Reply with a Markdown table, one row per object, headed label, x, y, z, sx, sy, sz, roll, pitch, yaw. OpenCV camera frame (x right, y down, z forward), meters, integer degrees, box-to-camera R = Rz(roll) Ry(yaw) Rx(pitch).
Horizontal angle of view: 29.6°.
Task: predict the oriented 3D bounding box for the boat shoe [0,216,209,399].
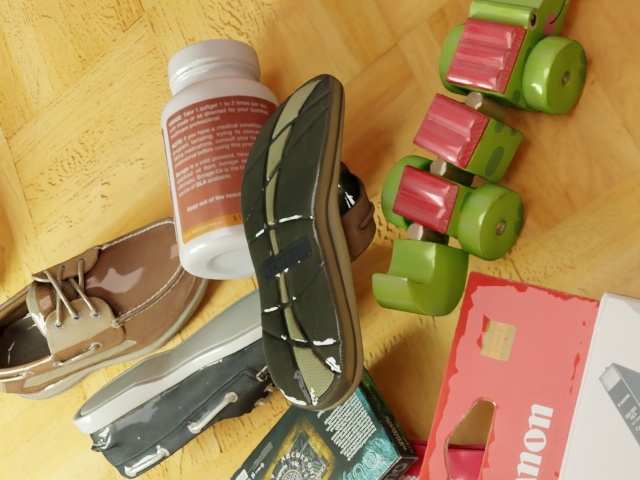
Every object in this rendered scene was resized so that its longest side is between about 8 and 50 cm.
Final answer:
| label | x | y | z | sx | sy | sz | roll | pitch | yaw |
| --- | --- | --- | --- | --- | --- | --- | --- | --- | --- |
| boat shoe | -0.248 | 0.075 | 1.263 | 0.324 | 0.116 | 0.123 | -35 | 61 | 25 |

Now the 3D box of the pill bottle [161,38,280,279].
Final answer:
| label | x | y | z | sx | sy | sz | roll | pitch | yaw |
| --- | --- | --- | --- | --- | --- | --- | --- | --- | --- |
| pill bottle | -0.090 | -0.080 | 1.180 | 0.121 | 0.121 | 0.216 | -22 | 68 | 31 |

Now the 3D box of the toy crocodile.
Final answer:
| label | x | y | z | sx | sy | sz | roll | pitch | yaw |
| --- | --- | --- | --- | --- | --- | --- | --- | --- | --- |
| toy crocodile | 0.130 | -0.096 | 1.034 | 0.115 | 0.105 | 0.340 | 25 | 94 | 37 |

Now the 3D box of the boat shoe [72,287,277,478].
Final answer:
| label | x | y | z | sx | sy | sz | roll | pitch | yaw |
| --- | --- | --- | --- | --- | --- | --- | --- | --- | --- |
| boat shoe | -0.093 | 0.128 | 1.159 | 0.303 | 0.114 | 0.091 | -30 | 104 | 20 |

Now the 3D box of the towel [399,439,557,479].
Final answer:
| label | x | y | z | sx | sy | sz | roll | pitch | yaw |
| --- | --- | --- | --- | --- | --- | --- | --- | --- | --- |
| towel | 0.108 | 0.304 | 1.008 | 0.199 | 0.031 | 0.274 | 0 | 80 | 37 |

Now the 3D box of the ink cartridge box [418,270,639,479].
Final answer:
| label | x | y | z | sx | sy | sz | roll | pitch | yaw |
| --- | --- | --- | --- | --- | --- | --- | --- | --- | --- |
| ink cartridge box | 0.193 | 0.185 | 0.919 | 0.261 | 0.066 | 0.296 | 12 | 86 | 24 |

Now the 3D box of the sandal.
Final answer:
| label | x | y | z | sx | sy | sz | roll | pitch | yaw |
| --- | --- | --- | --- | --- | --- | --- | --- | --- | --- |
| sandal | -0.001 | 0.002 | 1.058 | 0.120 | 0.086 | 0.302 | -22 | 65 | 44 |

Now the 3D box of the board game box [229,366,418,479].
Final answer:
| label | x | y | z | sx | sy | sz | roll | pitch | yaw |
| --- | --- | --- | --- | --- | --- | --- | --- | --- | --- |
| board game box | -0.002 | 0.206 | 1.089 | 0.186 | 0.026 | 0.126 | -52 | 49 | 25 |
